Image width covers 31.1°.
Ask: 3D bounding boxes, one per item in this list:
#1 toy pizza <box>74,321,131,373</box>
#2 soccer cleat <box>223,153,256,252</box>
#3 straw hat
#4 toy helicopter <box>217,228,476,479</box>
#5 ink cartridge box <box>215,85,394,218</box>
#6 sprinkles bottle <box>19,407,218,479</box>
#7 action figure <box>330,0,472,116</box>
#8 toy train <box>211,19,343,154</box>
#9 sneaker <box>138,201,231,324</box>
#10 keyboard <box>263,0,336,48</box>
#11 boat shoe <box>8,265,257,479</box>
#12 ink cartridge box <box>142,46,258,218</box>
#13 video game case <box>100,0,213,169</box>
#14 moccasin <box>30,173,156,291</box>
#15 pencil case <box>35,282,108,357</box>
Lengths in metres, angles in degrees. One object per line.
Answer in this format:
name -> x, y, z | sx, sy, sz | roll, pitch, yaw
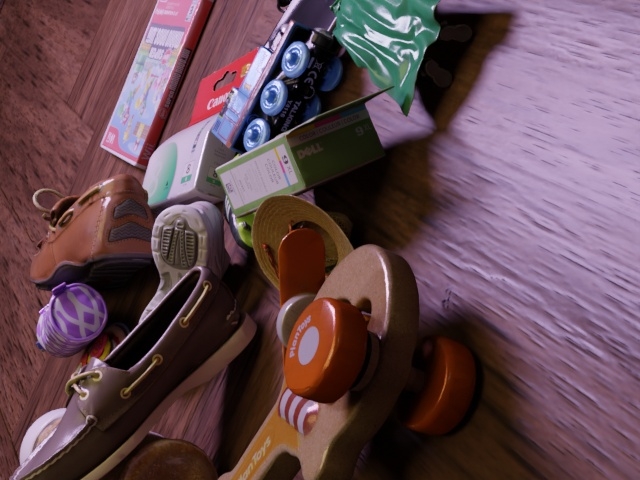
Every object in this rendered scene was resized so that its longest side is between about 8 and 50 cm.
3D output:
toy pizza -> -0.318, 0.209, 1.614 | 0.201, 0.032, 0.201 | -38, 42, 44
soccer cleat -> -0.086, -0.033, 1.359 | 0.179, 0.060, 0.072 | -100, 30, -52
straw hat -> 0.000, 0.000, 1.169 | 0.061, 0.144, 0.144 | -39, 7, -39
toy helicopter -> -0.023, 0.149, 1.048 | 0.355, 0.140, 0.235 | -57, 29, 26
ink cartridge box -> -0.009, -0.086, 1.177 | 0.209, 0.109, 0.062 | -20, 93, 57
sprinkles bottle -> -0.247, 0.273, 1.358 | 0.355, 0.121, 0.121 | -4, 69, 59
action figure -> 0.070, -0.222, 1.199 | 0.232, 0.064, 0.137 | 42, 111, 56
toy train -> -0.049, -0.170, 1.335 | 0.105, 0.080, 0.184 | 41, 109, 44
sneaker -> -0.151, 0.060, 1.389 | 0.115, 0.090, 0.232 | -34, -39, -64
keyboard -> 0.016, -0.332, 1.399 | 0.317, 0.033, 0.201 | -54, 38, 24
boat shoe -> -0.212, 0.158, 1.235 | 0.324, 0.096, 0.117 | -42, 19, -22
ink cartridge box -> -0.168, -0.149, 1.573 | 0.181, 0.056, 0.224 | -14, 62, 56
video game case -> -0.265, -0.263, 1.839 | 0.204, 0.025, 0.285 | 27, 96, 61
moccasin -> -0.329, -0.008, 1.619 | 0.380, 0.139, 0.146 | 151, 116, -66
pencil case -> -0.358, 0.114, 1.647 | 0.086, 0.088, 0.206 | -31, 0, -24
